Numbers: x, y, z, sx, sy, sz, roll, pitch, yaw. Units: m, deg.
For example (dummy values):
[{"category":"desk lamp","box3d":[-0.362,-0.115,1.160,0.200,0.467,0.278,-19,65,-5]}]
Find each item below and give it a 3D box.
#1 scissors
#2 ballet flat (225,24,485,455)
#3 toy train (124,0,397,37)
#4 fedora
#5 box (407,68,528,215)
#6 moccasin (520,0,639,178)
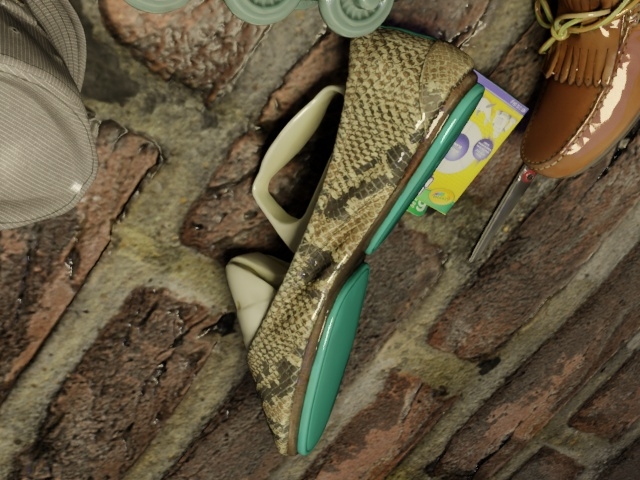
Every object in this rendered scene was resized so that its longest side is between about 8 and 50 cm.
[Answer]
[{"category":"scissors","box3d":[0.257,-0.101,0.969,0.109,0.021,0.297,31,108,-38]},{"category":"ballet flat","box3d":[0.000,0.000,0.846,0.182,0.164,0.482,27,112,12]},{"category":"toy train","box3d":[-0.054,-0.277,0.628,0.334,0.142,0.190,-2,119,-32]},{"category":"fedora","box3d":[-0.261,-0.090,0.609,0.243,0.124,0.275,-49,155,-5]},{"category":"box","box3d":[0.139,-0.107,0.898,0.105,0.043,0.179,24,113,-33]},{"category":"moccasin","box3d":[0.294,-0.245,0.801,0.147,0.139,0.379,12,115,-23]}]
